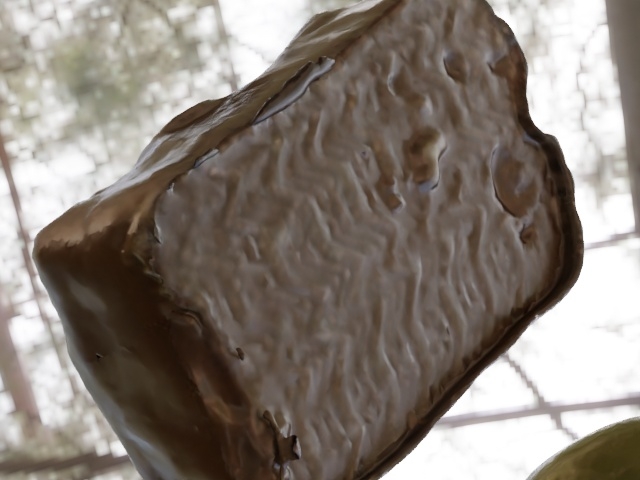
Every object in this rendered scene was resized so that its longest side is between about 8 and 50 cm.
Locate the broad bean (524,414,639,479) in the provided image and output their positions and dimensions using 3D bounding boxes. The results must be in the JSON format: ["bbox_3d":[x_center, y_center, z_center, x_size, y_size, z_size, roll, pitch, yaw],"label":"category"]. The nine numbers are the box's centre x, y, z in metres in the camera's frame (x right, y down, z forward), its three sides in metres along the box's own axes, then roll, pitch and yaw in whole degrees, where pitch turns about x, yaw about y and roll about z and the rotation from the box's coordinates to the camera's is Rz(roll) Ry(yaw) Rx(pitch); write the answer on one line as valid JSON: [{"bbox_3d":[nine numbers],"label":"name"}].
[{"bbox_3d":[0.255,0.261,1.495,0.238,0.291,0.119,27,-157,-20],"label":"broad bean"}]

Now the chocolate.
[{"bbox_3d":[0.000,0.000,0.696,0.093,0.148,0.214,-6,-155,44],"label":"chocolate"}]
